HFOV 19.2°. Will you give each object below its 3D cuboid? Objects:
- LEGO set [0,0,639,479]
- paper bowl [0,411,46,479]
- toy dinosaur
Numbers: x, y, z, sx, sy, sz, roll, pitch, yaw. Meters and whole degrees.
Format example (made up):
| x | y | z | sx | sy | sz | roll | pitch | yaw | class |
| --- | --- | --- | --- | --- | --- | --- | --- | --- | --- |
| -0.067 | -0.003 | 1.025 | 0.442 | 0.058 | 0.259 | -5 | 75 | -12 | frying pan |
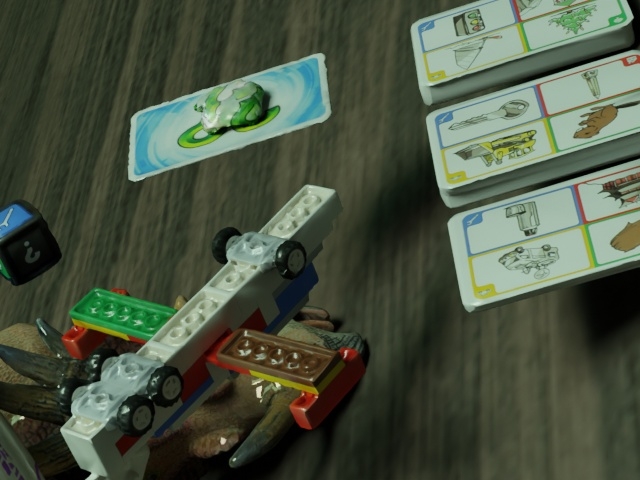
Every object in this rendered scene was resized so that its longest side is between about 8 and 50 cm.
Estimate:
| x | y | z | sx | sy | sz | roll | pitch | yaw | class |
| --- | --- | --- | --- | --- | --- | --- | --- | --- | --- |
| 0.000 | 0.000 | 0.633 | 0.244 | 0.060 | 0.182 | -17 | 33 | 7 | LEGO set |
| -0.228 | 0.144 | 0.630 | 0.284 | 0.284 | 0.148 | -39 | 6 | 35 | paper bowl |
| -0.130 | 0.110 | 0.738 | 0.296 | 0.127 | 0.200 | -57 | 29 | 11 | toy dinosaur |
